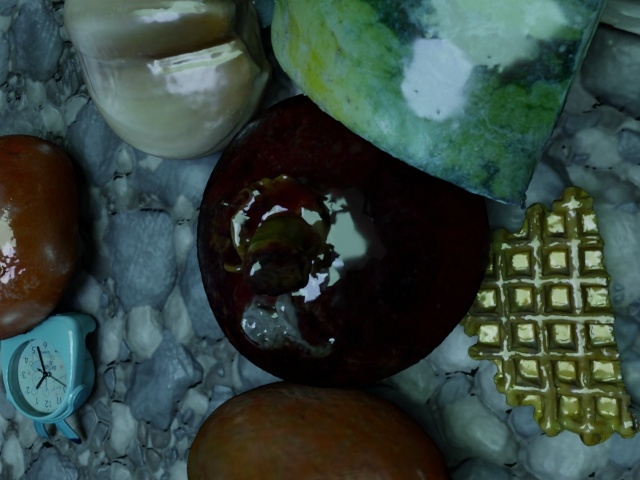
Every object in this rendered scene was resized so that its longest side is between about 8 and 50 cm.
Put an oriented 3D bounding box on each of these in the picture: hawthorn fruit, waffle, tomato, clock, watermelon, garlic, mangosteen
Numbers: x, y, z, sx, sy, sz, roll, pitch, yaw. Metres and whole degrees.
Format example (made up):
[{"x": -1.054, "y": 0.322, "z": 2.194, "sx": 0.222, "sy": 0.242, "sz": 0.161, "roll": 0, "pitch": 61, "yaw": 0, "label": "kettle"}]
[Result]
[{"x": 0.018, "y": 0.207, "z": 0.496, "sx": 0.252, "sy": 0.199, "sz": 0.199, "roll": -8, "pitch": 86, "yaw": 5, "label": "hawthorn fruit"}, {"x": 0.200, "y": 0.067, "z": 0.495, "sx": 0.161, "sy": 0.046, "sz": 0.192, "roll": -42, "pitch": 76, "yaw": 15, "label": "waffle"}, {"x": -0.367, "y": -0.012, "z": 0.660, "sx": 0.237, "sy": 0.095, "sz": 0.236, "roll": -6, "pitch": 74, "yaw": 23, "label": "tomato"}, {"x": -0.300, "y": 0.155, "z": 0.680, "sx": 0.108, "sy": 0.045, "sz": 0.147, "roll": -4, "pitch": 88, "yaw": 22, "label": "clock"}, {"x": 0.107, "y": -0.184, "z": 0.415, "sx": 0.213, "sy": 0.201, "sz": 0.261, "roll": 30, "pitch": 107, "yaw": 19, "label": "watermelon"}, {"x": -0.160, "y": -0.179, "z": 0.578, "sx": 0.228, "sy": 0.110, "sz": 0.217, "roll": 0, "pitch": 115, "yaw": 32, "label": "garlic"}, {"x": 0.000, "y": 0.000, "z": 0.457, "sx": 0.236, "sy": 0.261, "sz": 0.235, "roll": 0, "pitch": 91, "yaw": 20, "label": "mangosteen"}]

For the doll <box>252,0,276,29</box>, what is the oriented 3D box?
[{"x": -0.080, "y": -0.295, "z": 0.605, "sx": 0.120, "sy": 0.075, "sz": 0.179, "roll": -28, "pitch": 101, "yaw": -20, "label": "doll"}]

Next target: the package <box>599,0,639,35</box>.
[{"x": 0.187, "y": -0.306, "z": 0.447, "sx": 0.311, "sy": 0.165, "sz": 0.221, "roll": 27, "pitch": 98, "yaw": 18, "label": "package"}]
